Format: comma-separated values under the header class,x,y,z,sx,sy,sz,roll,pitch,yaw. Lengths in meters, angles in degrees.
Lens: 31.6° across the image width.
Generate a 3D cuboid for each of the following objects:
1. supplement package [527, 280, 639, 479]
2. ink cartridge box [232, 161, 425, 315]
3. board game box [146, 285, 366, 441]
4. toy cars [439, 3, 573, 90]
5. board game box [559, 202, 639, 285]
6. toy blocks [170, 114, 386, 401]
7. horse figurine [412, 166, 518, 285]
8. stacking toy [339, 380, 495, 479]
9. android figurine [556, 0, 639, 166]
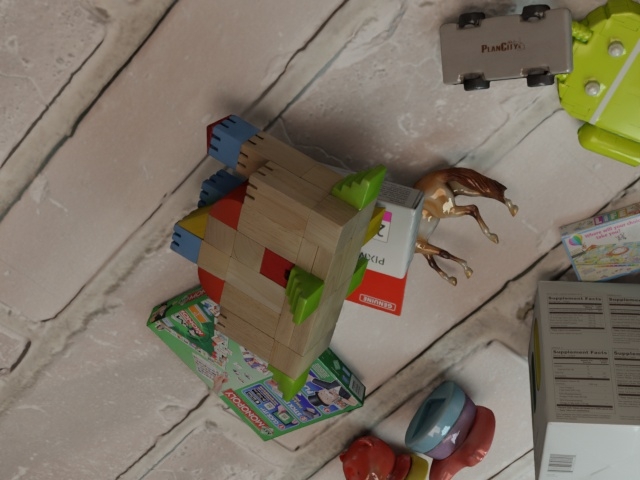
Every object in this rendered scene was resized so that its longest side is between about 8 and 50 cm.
class,x,y,z,sx,sy,sz,roll,pitch,yaw
supplement package,0.418,0.223,1.681,0.198,0.263,0.199,2,136,5
ink cartridge box,0.000,0.000,1.665,0.275,0.060,0.239,16,128,12
board game box,-0.102,0.192,1.855,0.213,0.046,0.317,-24,122,30
toy cars,0.308,-0.314,1.403,0.176,0.087,0.394,54,125,21
board game box,0.444,0.004,1.677,0.154,0.026,0.103,-18,123,19
toy blocks,-0.086,0.007,1.578,0.261,0.191,0.381,30,131,17
horse figurine,0.172,-0.027,1.653,0.174,0.066,0.263,31,132,-5
stacking toy,0.134,0.379,1.850,0.130,0.279,0.309,37,124,-7
android figurine,0.428,-0.215,1.497,0.273,0.056,0.248,20,127,-10
